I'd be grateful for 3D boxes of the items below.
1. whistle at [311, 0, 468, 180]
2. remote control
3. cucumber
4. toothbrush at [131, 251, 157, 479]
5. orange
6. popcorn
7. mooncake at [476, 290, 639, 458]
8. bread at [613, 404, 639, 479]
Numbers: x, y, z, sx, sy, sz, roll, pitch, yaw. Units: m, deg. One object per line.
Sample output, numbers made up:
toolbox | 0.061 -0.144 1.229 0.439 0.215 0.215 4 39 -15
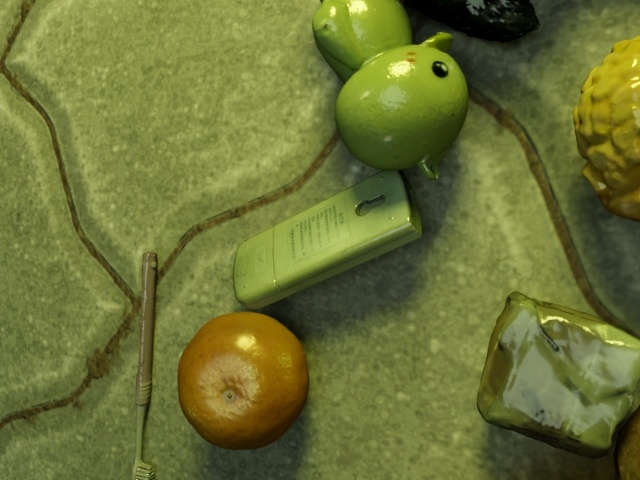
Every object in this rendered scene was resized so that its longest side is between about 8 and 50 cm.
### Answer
whistle | 0.062 -0.198 0.492 0.141 0.141 0.295 -16 89 23
remote control | 0.000 0.000 0.558 0.233 0.038 0.098 -26 47 22
cucumber | 0.114 -0.272 0.515 0.245 0.067 0.067 42 105 17
toothbrush | -0.243 0.194 0.691 0.029 0.024 0.355 3 91 18
orange | -0.088 0.159 0.573 0.154 0.134 0.155 0 90 0
popcorn | 0.301 -0.092 0.394 0.179 0.180 0.170 -26 41 21
mooncake | 0.218 0.125 0.461 0.125 0.073 0.130 20 96 26
bread | 0.355 0.218 0.376 0.229 0.123 0.230 -1 87 23
